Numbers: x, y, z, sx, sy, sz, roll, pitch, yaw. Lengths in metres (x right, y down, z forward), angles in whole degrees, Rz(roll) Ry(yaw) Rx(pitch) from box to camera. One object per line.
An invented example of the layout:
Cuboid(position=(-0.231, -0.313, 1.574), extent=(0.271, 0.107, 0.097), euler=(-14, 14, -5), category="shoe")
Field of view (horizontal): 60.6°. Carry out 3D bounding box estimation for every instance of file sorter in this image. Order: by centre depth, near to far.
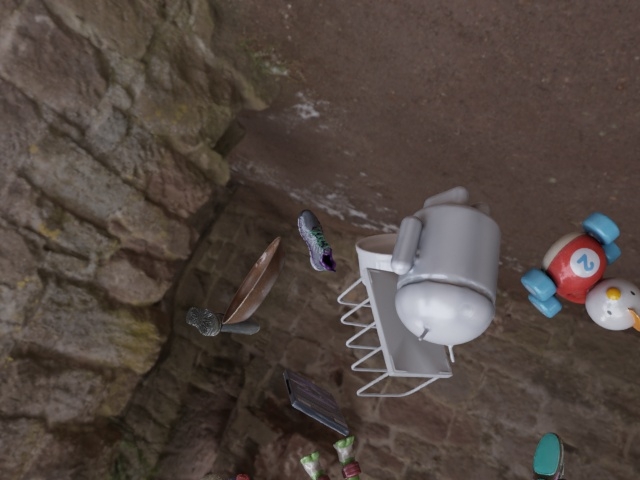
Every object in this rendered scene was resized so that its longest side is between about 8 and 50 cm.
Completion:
Cuboid(position=(0.174, 0.240, 1.403), extent=(0.192, 0.278, 0.173), euler=(11, 142, -33), category="file sorter")

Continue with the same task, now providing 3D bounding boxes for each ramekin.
Cuboid(position=(0.255, 0.072, 1.779), extent=(0.277, 0.135, 0.277), euler=(-3, -166, 1), category="ramekin")

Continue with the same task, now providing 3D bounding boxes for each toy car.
Cuboid(position=(0.603, 0.107, 1.169), extent=(0.238, 0.219, 0.210), euler=(49, -177, 39), category="toy car")

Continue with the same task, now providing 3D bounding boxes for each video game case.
Cuboid(position=(-0.019, 0.507, 1.737), extent=(0.196, 0.026, 0.274), euler=(32, 179, -11), category="video game case")

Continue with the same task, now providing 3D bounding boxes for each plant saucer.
Cuboid(position=(-0.120, 0.083, 1.052), extent=(0.036, 0.199, 0.198), euler=(33, 169, -10), category="plant saucer")

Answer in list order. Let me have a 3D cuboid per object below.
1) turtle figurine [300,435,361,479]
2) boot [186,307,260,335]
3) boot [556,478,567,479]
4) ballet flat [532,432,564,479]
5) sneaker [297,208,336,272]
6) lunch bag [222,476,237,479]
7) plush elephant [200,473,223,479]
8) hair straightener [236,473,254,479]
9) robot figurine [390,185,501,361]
Cuboid(position=(0.063, 0.589, 1.219), extent=(0.274, 0.197, 0.266), euler=(19, -139, -59), category="turtle figurine")
Cuboid(position=(-0.270, 0.251, 1.621), extent=(0.208, 0.076, 0.189), euler=(25, 176, -37), category="boot")
Cuboid(position=(0.468, 0.523, 1.049), extent=(0.045, 0.121, 0.099), euler=(-36, 155, 34), category="boot")
Cuboid(position=(0.576, 0.602, 1.377), extent=(0.079, 0.222, 0.076), euler=(34, 152, -28), category="ballet flat")
Cuboid(position=(0.000, 0.000, 1.814), extent=(0.098, 0.083, 0.224), euler=(11, 126, 53), category="sneaker")
Cuboid(position=(-0.350, 0.910, 1.684), extent=(0.220, 0.294, 0.138), euler=(-10, 164, -5), category="lunch bag")
Cuboid(position=(-0.121, 0.572, 0.998), extent=(0.329, 0.256, 0.272), euler=(-18, 133, 9), category="plush elephant")
Cuboid(position=(-0.222, 0.767, 1.498), extent=(0.047, 0.231, 0.089), euler=(0, 151, 15), category="hair straightener")
Cuboid(position=(0.268, 0.065, 1.148), extent=(0.299, 0.354, 0.199), euler=(28, 151, -25), category="robot figurine")
